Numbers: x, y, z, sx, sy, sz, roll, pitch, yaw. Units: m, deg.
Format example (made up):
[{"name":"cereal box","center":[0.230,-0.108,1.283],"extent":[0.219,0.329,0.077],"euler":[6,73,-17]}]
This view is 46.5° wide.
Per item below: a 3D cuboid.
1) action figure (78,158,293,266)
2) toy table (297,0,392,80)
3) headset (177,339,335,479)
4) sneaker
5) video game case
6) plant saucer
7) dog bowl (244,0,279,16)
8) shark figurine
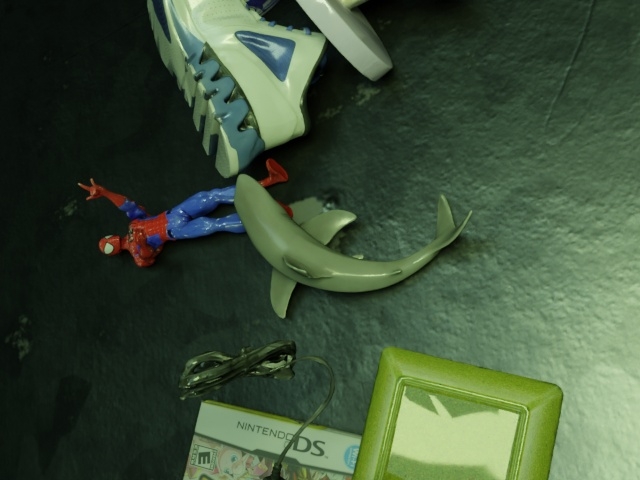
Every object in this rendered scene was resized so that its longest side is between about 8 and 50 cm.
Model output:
[{"name":"action figure","center":[-0.192,-0.037,0.949],"extent":[0.280,0.139,0.091],"euler":[-19,65,23]},{"name":"toy table","center":[0.042,-0.349,0.883],"extent":[0.161,0.252,0.274],"euler":[-39,95,21]},{"name":"headset","center":[-0.024,0.286,0.654],"extent":[0.243,0.185,0.394],"euler":[-16,79,44]},{"name":"sneaker","center":[-0.094,-0.241,0.938],"extent":[0.182,0.127,0.315],"euler":[-19,78,-21]},{"name":"video game case","center":[-0.057,0.333,0.813],"extent":[0.248,0.035,0.275],"euler":[6,76,28]},{"name":"plant saucer","center":[0.128,0.212,0.730],"extent":[0.188,0.045,0.188],"euler":[11,78,16]},{"name":"dog bowl","center":[-0.151,-0.436,1.073],"extent":[0.265,0.104,0.265],"euler":[-8,70,24]},{"name":"shark figurine","center":[0.021,0.020,0.824],"extent":[0.278,0.116,0.166],"euler":[7,93,14]}]
